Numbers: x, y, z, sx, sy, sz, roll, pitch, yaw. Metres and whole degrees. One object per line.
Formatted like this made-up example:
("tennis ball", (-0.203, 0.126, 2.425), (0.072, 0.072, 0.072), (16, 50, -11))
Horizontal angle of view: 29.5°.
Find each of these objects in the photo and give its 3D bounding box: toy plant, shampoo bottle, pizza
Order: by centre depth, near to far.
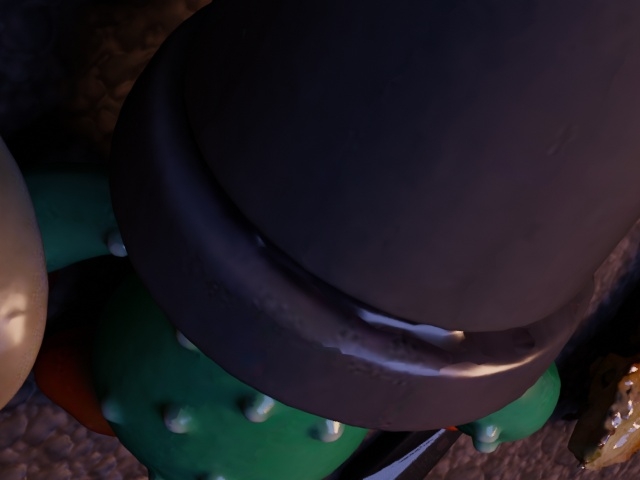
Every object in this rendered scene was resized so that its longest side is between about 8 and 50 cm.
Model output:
("toy plant", (0.012, 0.001, 0.476), (0.280, 0.185, 0.400), (2, 142, -31))
("shampoo bottle", (0.046, 0.144, 0.760), (0.137, 0.027, 0.048), (-45, 131, -6))
("pizza", (0.250, 0.073, 0.848), (0.226, 0.069, 0.147), (-45, 155, -1))

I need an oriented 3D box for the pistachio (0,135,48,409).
("pistachio", (-0.167, -0.015, 0.420), (0.126, 0.185, 0.108), (-35, 174, 16))
